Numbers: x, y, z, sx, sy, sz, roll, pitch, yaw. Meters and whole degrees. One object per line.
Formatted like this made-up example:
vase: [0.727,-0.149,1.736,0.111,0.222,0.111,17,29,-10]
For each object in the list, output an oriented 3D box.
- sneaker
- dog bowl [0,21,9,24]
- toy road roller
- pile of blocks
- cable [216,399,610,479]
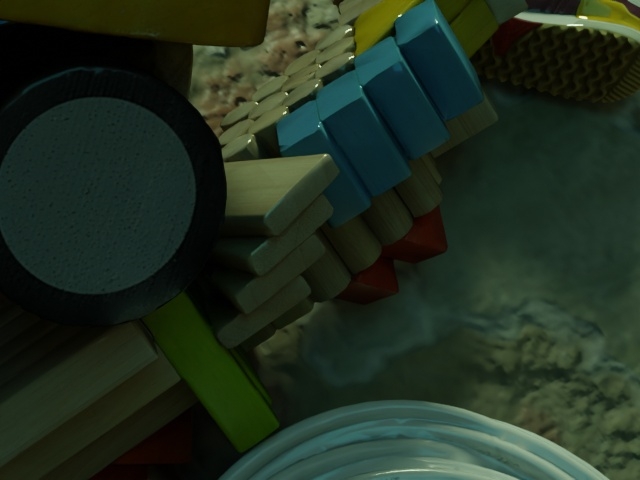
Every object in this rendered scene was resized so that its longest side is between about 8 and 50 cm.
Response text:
sneaker: [0.091,-0.136,0.786,0.185,0.069,0.084,19,51,-7]
dog bowl: [-0.192,-0.208,0.762,0.166,0.074,0.297,-11,64,-16]
toy road roller: [-0.180,-0.116,0.550,0.329,0.202,0.241,6,101,-19]
pile of blocks: [0.000,0.000,0.647,0.362,0.149,0.113,-44,113,-23]
cable: [0.045,0.195,0.580,0.257,0.089,0.257,13,59,-3]
